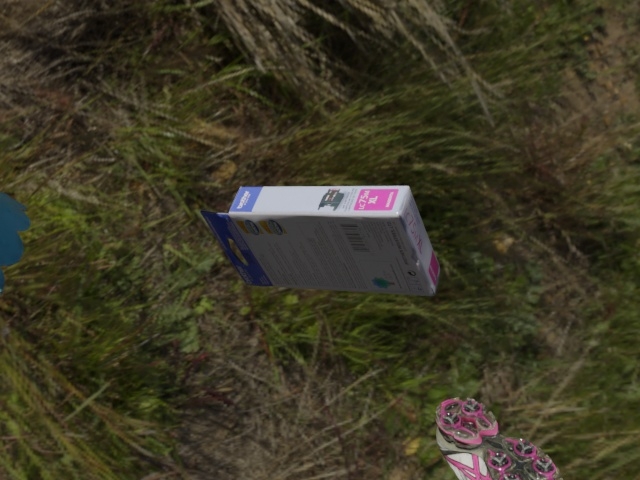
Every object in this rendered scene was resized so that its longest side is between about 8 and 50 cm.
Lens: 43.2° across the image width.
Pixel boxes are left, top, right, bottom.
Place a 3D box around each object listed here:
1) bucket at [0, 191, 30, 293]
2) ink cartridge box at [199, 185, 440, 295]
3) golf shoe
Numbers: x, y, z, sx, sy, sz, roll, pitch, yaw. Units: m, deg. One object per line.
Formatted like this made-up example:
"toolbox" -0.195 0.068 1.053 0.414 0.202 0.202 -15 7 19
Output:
"bucket" -0.542 0.006 1.054 0.183 0.281 0.281 44 53 -37
"ink cartridge box" 0.000 0.000 1.163 0.185 0.311 0.065 62 37 -45
"golf shoe" 0.188 0.242 0.837 0.068 0.186 0.086 -18 120 -20
